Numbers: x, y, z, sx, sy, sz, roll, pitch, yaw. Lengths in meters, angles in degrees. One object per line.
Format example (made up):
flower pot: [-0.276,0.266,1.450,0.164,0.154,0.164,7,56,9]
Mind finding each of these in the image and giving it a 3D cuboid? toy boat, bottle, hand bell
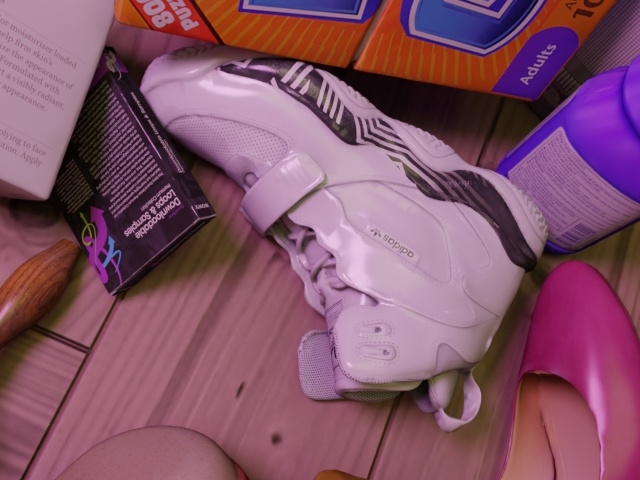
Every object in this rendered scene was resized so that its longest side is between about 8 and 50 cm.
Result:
toy boat: [-0.134,0.242,0.482,0.231,0.151,0.151,-42,116,-21]
bottle: [0.244,-0.077,0.581,0.118,0.283,0.092,41,68,3]
hand bell: [-0.253,0.090,0.516,0.126,0.126,0.242,34,56,-2]

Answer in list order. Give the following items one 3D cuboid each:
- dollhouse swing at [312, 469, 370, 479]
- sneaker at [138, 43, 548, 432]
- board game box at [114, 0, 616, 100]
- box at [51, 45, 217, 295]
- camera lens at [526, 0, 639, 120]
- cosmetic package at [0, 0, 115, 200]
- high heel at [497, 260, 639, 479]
dollhouse swing: [-0.110,0.286,0.382,0.304,0.315,0.347,20,88,11]
sneaker: [0.000,0.000,0.573,0.365,0.137,0.210,25,66,-8]
board game box: [0.058,-0.375,0.518,0.356,0.357,0.357,5,54,-22]
box: [-0.165,-0.053,0.570,0.162,0.116,0.029,58,28,8]
camera lens: [0.320,-0.231,0.652,0.219,0.274,0.220,4,72,-13]
cosmetic package: [-0.262,-0.142,0.505,0.151,0.151,0.184,31,71,-50]
high heel: [0.156,0.195,0.551,0.181,0.127,0.378,7,74,-23]
